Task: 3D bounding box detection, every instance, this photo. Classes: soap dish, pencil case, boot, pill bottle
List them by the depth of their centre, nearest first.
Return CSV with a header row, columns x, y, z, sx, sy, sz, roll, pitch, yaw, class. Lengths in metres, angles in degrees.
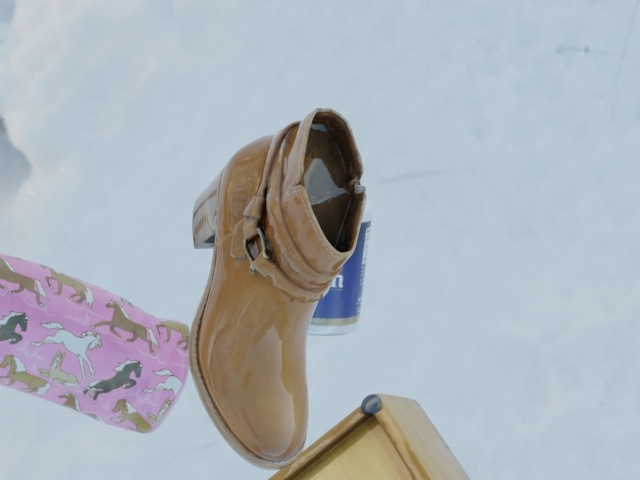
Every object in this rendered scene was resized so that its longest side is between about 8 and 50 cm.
x,y,z,sx,sy,sz,roll,pitch,yaw,class
-0.020,0.030,0.635,0.073,0.152,0.197,-6,77,-33,boot
0.000,0.000,1.046,0.094,0.094,0.169,8,100,12,pill bottle
0.057,0.309,1.099,0.229,0.118,0.291,-39,37,3,soap dish
-0.357,0.131,1.419,0.386,0.167,0.160,22,49,-25,pencil case
